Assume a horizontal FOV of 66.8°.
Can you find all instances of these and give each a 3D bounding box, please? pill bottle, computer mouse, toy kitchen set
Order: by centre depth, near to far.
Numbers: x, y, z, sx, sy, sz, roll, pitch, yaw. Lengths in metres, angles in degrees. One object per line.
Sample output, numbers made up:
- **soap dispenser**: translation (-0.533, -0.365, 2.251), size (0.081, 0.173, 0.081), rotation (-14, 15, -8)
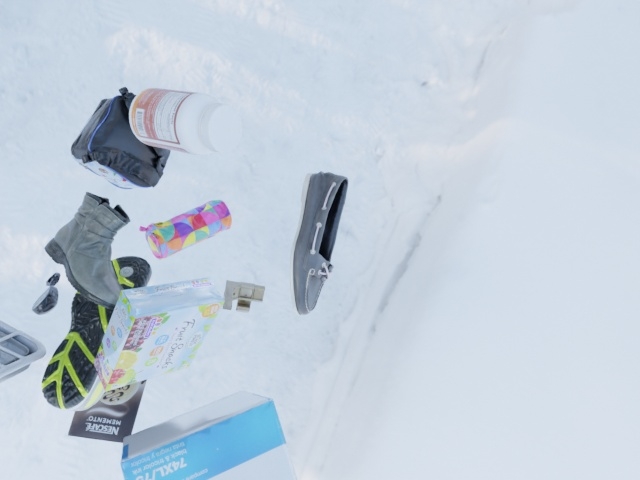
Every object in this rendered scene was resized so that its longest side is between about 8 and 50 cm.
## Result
- **pill bottle**: translation (-0.267, -0.235, 0.969), size (0.121, 0.216, 0.121), rotation (-33, 131, -49)
- **toy kitchen set**: translation (-0.162, 0.133, 1.016), size (0.083, 0.075, 0.068), rotation (10, 107, -12)
- **computer mouse**: translation (-0.771, 0.151, 1.389), size (0.071, 0.242, 0.041), rotation (-44, 117, 0)

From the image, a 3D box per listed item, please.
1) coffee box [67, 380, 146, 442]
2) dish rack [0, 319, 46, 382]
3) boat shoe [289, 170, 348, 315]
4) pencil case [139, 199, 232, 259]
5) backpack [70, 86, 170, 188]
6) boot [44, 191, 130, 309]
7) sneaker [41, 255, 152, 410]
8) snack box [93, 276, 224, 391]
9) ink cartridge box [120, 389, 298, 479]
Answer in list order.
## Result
- **coffee box**: translation (-0.601, 0.418, 1.421), size (0.168, 0.119, 0.297), rotation (16, 76, -19)
- **dish rack**: translation (-0.740, 0.193, 0.917), size (0.333, 0.285, 0.072), rotation (30, 95, 1)
- **boat shoe**: translation (0.000, 0.000, 1.078), size (0.095, 0.112, 0.335), rotation (1, 73, 18)
- **pencil case**: translation (-0.360, -0.036, 1.322), size (0.236, 0.104, 0.104), rotation (-26, 94, -33)
- **backpack**: translation (-0.623, -0.288, 1.537), size (0.263, 0.213, 0.276), rotation (43, 60, -43)
- **boot**: translation (-0.433, 0.014, 0.965), size (0.246, 0.083, 0.161), rotation (38, 91, 21)
- **sneaker**: translation (-0.522, 0.213, 1.164), size (0.145, 0.147, 0.384), rotation (18, 63, 5)
- **snack box**: translation (-0.295, 0.168, 0.888), size (0.174, 0.207, 0.070), rotation (-5, 48, -47)
- **ink cartridge box**: translation (-0.136, 0.376, 0.666), size (0.197, 0.198, 0.270), rotation (-16, 83, -23)
